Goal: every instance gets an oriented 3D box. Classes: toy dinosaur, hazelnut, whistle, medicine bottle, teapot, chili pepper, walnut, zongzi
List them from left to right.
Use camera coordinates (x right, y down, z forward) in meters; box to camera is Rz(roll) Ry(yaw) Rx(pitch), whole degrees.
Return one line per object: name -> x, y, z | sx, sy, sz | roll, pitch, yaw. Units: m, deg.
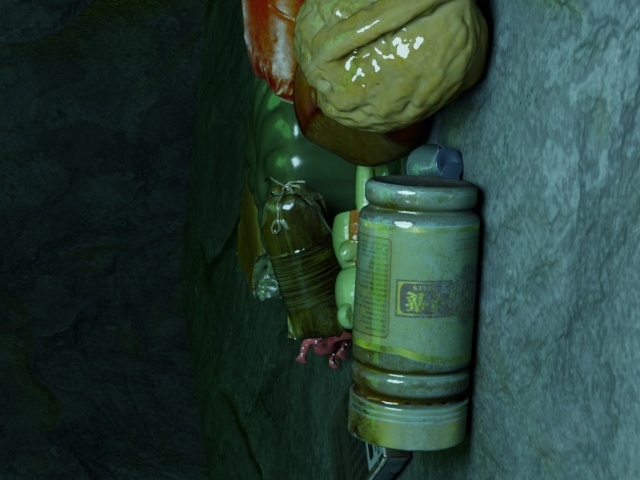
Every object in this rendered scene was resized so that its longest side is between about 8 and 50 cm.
zongzi -> 0.000, 0.000, 2.022 | 0.241, 0.111, 0.247 | -45, -58, -63
chili pepper -> 0.003, -0.383, 1.969 | 0.229, 0.251, 0.305 | 41, 144, 29
toy dinosaur -> 0.033, 0.131, 2.272 | 0.286, 0.070, 0.139 | 128, 163, -66
hazelnut -> 0.069, -0.205, 1.865 | 0.210, 0.210, 0.186 | -107, -10, -53
whistle -> 0.078, 0.009, 1.919 | 0.106, 0.131, 0.288 | -7, 78, 47
walnut -> 0.093, -0.256, 1.644 | 0.224, 0.257, 0.257 | 64, 164, 2
medicine bottle -> 0.117, 0.086, 1.663 | 0.151, 0.151, 0.322 | -143, 54, -74
teapot -> 0.155, -0.086, 1.727 | 0.057, 0.066, 0.088 | -18, 94, 59

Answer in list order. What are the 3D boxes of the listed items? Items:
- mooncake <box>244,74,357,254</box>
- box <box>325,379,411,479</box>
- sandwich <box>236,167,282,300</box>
mooncake -> -0.021, -0.139, 2.203 | 0.351, 0.187, 0.351 | -178, 90, -79
box -> 0.070, 0.309, 2.083 | 0.325, 0.047, 0.180 | 114, 154, -58
sandwich -> -0.053, -0.022, 2.396 | 0.198, 0.155, 0.227 | -122, 34, -63
